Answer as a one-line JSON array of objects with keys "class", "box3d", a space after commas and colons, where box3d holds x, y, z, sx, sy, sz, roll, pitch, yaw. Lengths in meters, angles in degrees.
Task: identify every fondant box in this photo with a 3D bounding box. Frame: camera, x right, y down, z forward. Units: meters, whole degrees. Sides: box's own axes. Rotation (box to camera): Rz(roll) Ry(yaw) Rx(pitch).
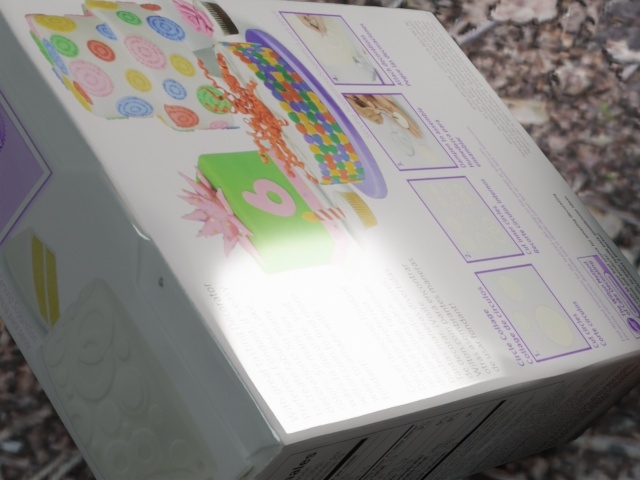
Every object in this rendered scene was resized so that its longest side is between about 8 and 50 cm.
[{"class": "fondant box", "box3d": [0.000, 0.000, 0.753, 0.330, 0.096, 0.238, -5, 54, -52]}]
